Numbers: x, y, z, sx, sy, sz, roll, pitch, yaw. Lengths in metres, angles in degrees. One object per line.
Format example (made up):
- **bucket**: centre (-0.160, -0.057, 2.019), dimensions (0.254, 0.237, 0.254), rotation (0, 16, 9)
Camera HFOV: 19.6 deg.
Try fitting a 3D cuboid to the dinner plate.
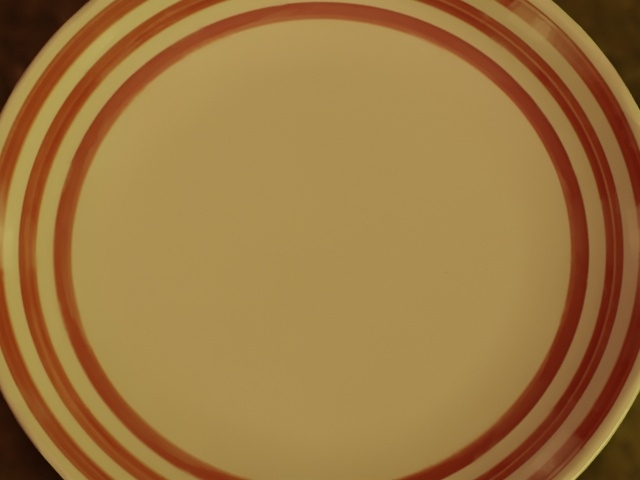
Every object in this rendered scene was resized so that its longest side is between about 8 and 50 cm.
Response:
- **dinner plate**: centre (0.000, 0.000, 0.378), dimensions (0.141, 0.017, 0.141), rotation (-1, 70, 2)
